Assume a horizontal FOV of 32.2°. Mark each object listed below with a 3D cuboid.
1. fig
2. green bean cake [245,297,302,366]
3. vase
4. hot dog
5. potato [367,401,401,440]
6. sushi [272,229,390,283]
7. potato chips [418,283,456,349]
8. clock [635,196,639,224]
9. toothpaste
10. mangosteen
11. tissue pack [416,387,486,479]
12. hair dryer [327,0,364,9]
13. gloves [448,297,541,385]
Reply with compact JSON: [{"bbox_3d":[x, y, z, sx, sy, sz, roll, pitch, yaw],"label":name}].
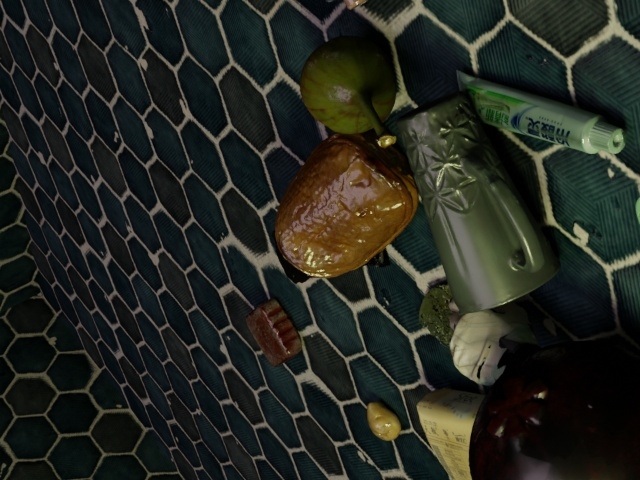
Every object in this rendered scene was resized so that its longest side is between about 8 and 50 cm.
[{"bbox_3d":[0.043,-0.204,1.608,0.259,0.151,0.151,-91,-13,-63],"label":"fig"},{"bbox_3d":[-0.101,0.202,2.440,0.135,0.056,0.135,57,154,5],"label":"green bean cake"},{"bbox_3d":[0.213,-0.050,1.516,0.301,0.156,0.251,65,166,-8],"label":"vase"},{"bbox_3d":[0.039,-0.056,1.793,0.196,0.122,0.272,41,129,2],"label":"hot dog"},{"bbox_3d":[0.124,0.357,2.201,0.068,0.062,0.083,-63,37,42],"label":"potato"},{"bbox_3d":[0.000,0.000,1.956,0.172,0.150,0.153,21,134,53],"label":"sushi"},{"bbox_3d":[0.223,0.131,1.836,0.209,0.026,0.142,10,126,58],"label":"potato chips"},{"bbox_3d":[0.460,-0.003,1.235,0.211,0.066,0.159,-12,106,62],"label":"clock"},{"bbox_3d":[0.274,-0.161,1.436,0.297,0.048,0.075,28,141,52],"label":"toothpaste"},{"bbox_3d":[0.368,0.299,1.474,0.347,0.307,0.307,37,162,-23],"label":"mangosteen"},{"bbox_3d":[0.275,0.345,1.879,0.222,0.090,0.186,-3,116,63],"label":"tissue pack"},{"bbox_3d":[0.030,-0.374,1.674,0.063,0.037,0.114,62,161,-5],"label":"hair dryer"},{"bbox_3d":[0.240,0.137,1.658,0.212,0.111,0.128,36,118,51],"label":"gloves"}]
